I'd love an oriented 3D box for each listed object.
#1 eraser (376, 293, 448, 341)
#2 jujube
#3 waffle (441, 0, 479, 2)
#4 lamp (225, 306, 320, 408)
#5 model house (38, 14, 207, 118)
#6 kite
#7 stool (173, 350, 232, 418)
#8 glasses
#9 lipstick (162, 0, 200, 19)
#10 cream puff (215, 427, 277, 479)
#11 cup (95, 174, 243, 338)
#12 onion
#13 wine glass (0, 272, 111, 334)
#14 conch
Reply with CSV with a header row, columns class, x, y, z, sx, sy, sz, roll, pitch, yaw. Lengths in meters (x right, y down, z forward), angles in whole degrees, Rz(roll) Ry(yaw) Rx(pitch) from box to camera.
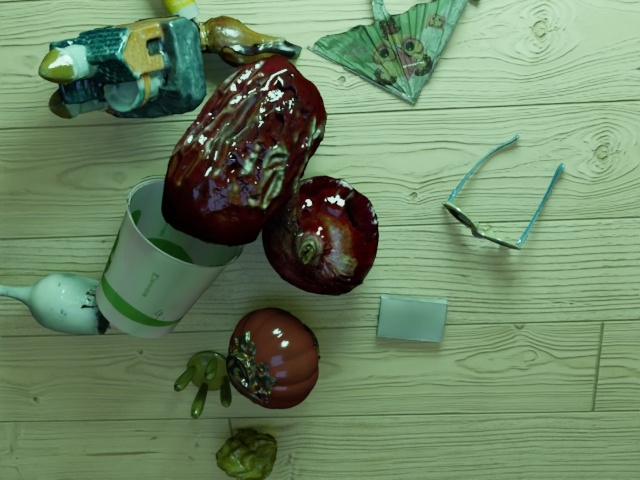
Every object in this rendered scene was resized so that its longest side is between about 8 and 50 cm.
class,x,y,z,sx,sy,sz,roll,pitch,yaw
eraser,0.203,0.173,1.707,0.150,0.023,0.103,5,116,0
jujube,-0.138,-0.156,1.431,0.258,0.258,0.376,41,93,-15
waffle,0.236,-0.516,1.373,0.184,0.036,0.169,13,117,-3
lamp,-0.107,0.259,1.660,0.227,0.227,0.226,1,115,3
model house,-0.384,-0.291,1.349,0.253,0.291,0.184,5,110,29
kite,0.139,-0.381,1.445,0.323,0.013,0.267,-16,118,18
stool,-0.263,0.328,1.759,0.135,0.110,0.134,20,115,-5
glasses,0.377,-0.090,1.538,0.190,0.088,0.220,31,113,-11
lipstick,-0.300,-0.527,1.386,0.059,0.059,0.264,-19,113,11
cream puff,-0.175,0.508,1.836,0.146,0.146,0.116,18,95,-5
cup,-0.323,0.047,1.570,0.253,0.253,0.274,29,122,-10
onion,0.000,0.000,1.531,0.252,0.219,0.252,2,108,8
wine glass,-0.618,0.128,1.669,0.321,0.143,0.143,11,115,-3
conch,-0.156,-0.371,1.436,0.233,0.080,0.086,19,94,-2
